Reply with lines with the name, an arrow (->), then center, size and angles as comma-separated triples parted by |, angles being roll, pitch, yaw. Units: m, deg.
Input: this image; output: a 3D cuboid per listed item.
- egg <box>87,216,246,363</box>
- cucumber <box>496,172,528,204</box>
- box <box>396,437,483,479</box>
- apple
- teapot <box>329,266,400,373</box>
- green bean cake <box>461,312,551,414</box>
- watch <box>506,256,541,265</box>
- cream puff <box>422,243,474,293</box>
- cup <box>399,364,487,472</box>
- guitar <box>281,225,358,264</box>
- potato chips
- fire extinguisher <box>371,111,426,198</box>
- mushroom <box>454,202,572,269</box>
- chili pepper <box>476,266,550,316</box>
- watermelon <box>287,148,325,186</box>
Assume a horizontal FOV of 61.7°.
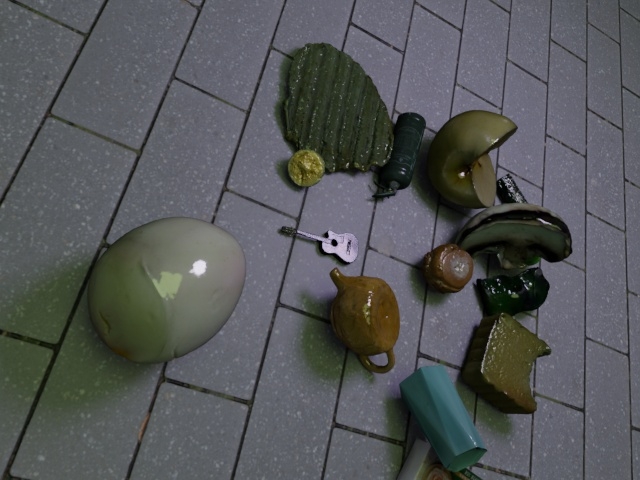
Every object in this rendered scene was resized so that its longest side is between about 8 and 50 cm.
egg -> -0.310, 0.090, 1.133 | 0.283, 0.283, 0.345 | 54, 45, -2
cucumber -> 0.695, -0.092, 1.838 | 0.067, 0.067, 0.293 | -31, 89, -32
box -> 0.307, 0.624, 1.377 | 0.199, 0.081, 0.135 | 36, 70, -9
apple -> 0.458, -0.262, 1.663 | 0.233, 0.295, 0.258 | 19, 37, 20
teapot -> 0.101, 0.208, 1.385 | 0.203, 0.167, 0.311 | -43, 117, -55
green bean cake -> 0.542, 0.362, 1.569 | 0.233, 0.124, 0.236 | 36, 61, -11
watch -> 0.649, 0.006, 1.763 | 0.165, 0.131, 0.152 | 4, 90, -31
cream puff -> 0.367, 0.082, 1.579 | 0.165, 0.115, 0.150 | 27, 69, -27
cup -> 0.314, 0.448, 1.353 | 0.134, 0.148, 0.236 | 30, 21, -42
guitar -> 0.000, 0.000, 1.469 | 0.233, 0.025, 0.088 | 16, 67, -21
potato chips -> 0.059, -0.396, 1.609 | 0.358, 0.070, 0.429 | 16, 67, -20
fire extinguisher -> 0.241, -0.252, 1.641 | 0.114, 0.095, 0.311 | 16, 64, 2
mushroom -> 0.583, -0.012, 1.639 | 0.247, 0.344, 0.130 | 68, 22, -43
chili pepper -> 0.631, 0.167, 1.685 | 0.264, 0.116, 0.148 | -6, 82, -28
watermelon -> -0.040, -0.202, 1.488 | 0.105, 0.062, 0.105 | 0, 101, -2
